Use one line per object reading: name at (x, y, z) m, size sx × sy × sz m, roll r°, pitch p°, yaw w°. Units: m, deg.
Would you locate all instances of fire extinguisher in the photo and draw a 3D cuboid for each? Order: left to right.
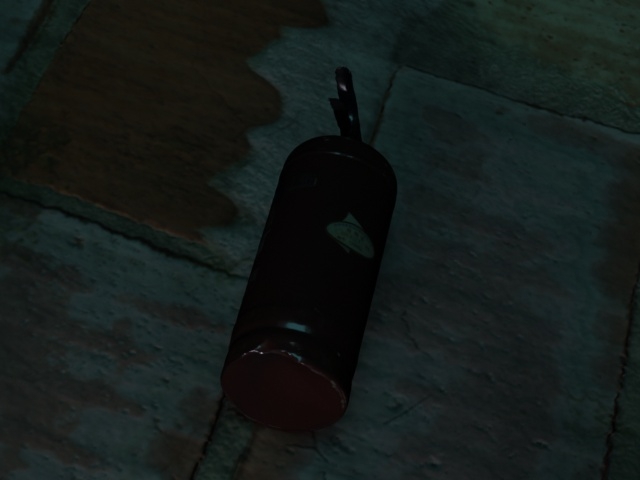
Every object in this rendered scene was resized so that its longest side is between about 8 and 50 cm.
fire extinguisher at (0.000, 0.000, 1.377) m, size 0.114 × 0.135 × 0.337 m, roll 2°, pitch 48°, yaw 15°
